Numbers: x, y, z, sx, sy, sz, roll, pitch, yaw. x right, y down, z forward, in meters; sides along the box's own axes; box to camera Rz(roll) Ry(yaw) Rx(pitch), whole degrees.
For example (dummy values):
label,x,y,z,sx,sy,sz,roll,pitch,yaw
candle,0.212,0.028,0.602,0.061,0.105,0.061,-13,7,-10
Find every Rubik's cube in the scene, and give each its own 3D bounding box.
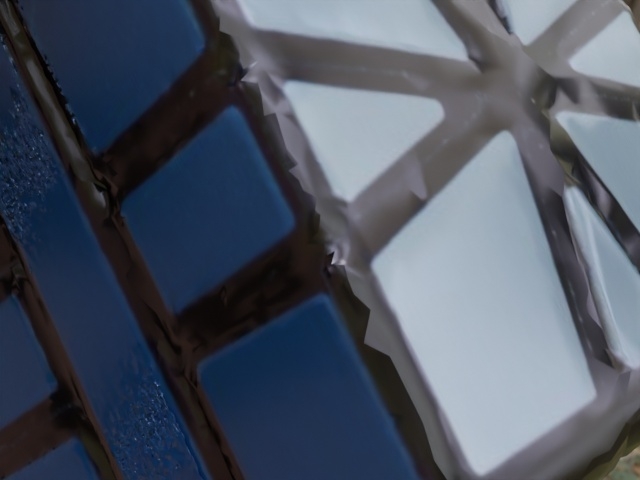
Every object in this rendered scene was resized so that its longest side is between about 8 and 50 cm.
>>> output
label,x,y,z,sx,sy,sz,roll,pitch,yaw
Rubik's cube,0.000,0.000,0.561,0.294,0.283,0.288,-22,81,-44
